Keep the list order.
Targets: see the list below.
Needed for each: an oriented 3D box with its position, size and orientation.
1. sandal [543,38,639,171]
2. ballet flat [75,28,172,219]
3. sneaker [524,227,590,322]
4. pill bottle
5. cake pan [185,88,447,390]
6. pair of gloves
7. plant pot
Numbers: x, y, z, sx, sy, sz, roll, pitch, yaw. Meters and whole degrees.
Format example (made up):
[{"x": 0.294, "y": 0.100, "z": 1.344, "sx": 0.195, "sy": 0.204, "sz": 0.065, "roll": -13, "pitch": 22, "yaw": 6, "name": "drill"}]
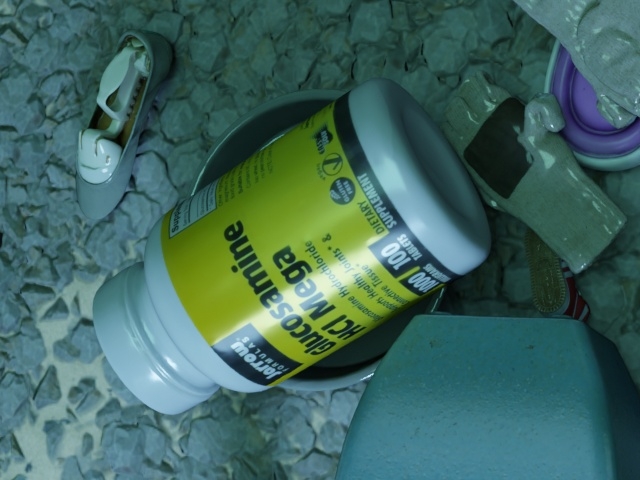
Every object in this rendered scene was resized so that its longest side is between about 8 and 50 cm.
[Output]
[{"x": 0.283, "y": -0.269, "z": 1.132, "sx": 0.169, "sy": 0.102, "sz": 0.416, "roll": 5, "pitch": 90, "yaw": 25, "name": "sandal"}, {"x": -0.224, "y": -0.126, "z": 1.372, "sx": 0.072, "sy": 0.068, "sz": 0.213, "roll": 26, "pitch": 97, "yaw": 24, "name": "ballet flat"}, {"x": 0.217, "y": 0.031, "z": 1.181, "sx": 0.042, "sy": 0.067, "sz": 0.118, "roll": -12, "pitch": 51, "yaw": 25, "name": "sneaker"}, {"x": -0.032, "y": 0.017, "z": 1.149, "sx": 0.334, "sy": 0.188, "sz": 0.188, "roll": -32, "pitch": 74, "yaw": 19, "name": "pill bottle"}, {"x": 0.000, "y": 0.000, "z": 1.269, "sx": 0.293, "sy": 0.054, "sz": 0.293, "roll": -2, "pitch": 85, "yaw": 24, "name": "cake pan"}, {"x": 0.220, "y": -0.116, "z": 1.125, "sx": 0.204, "sy": 0.042, "sz": 0.240, "roll": 42, "pitch": 119, "yaw": 26, "name": "pair of gloves"}, {"x": 0.157, "y": 0.194, "z": 1.091, "sx": 0.247, "sy": 0.248, "sz": 0.252, "roll": -1, "pitch": 78, "yaw": 24, "name": "plant pot"}]
